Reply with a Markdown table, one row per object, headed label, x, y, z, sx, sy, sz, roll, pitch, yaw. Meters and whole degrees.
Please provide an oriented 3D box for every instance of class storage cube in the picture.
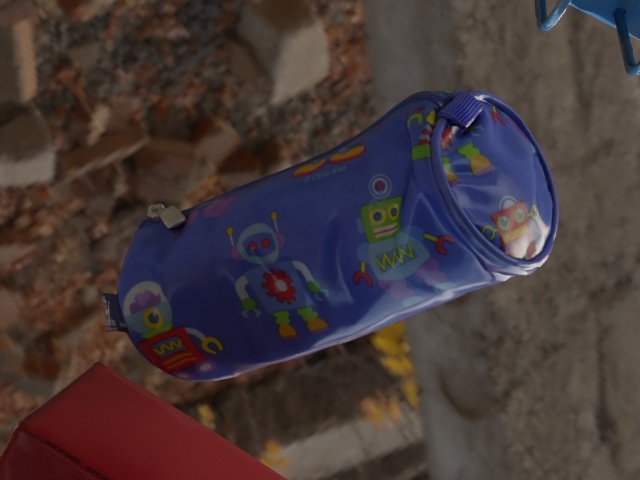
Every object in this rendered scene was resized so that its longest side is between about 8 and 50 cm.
| label | x | y | z | sx | sy | sz | roll | pitch | yaw |
| --- | --- | --- | --- | --- | --- | --- | --- | --- | --- |
| storage cube | -0.140 | 0.223 | 1.041 | 0.183 | 0.193 | 0.215 | -58 | 179 | 11 |

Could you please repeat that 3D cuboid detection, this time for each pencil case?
| label | x | y | z | sx | sy | sz | roll | pitch | yaw |
| --- | --- | --- | --- | --- | --- | --- | --- | --- | --- |
| pencil case | 0.000 | 0.000 | 0.997 | 0.306 | 0.133 | 0.119 | -21 | -162 | 35 |

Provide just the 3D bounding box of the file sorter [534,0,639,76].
| label | x | y | z | sx | sy | sz | roll | pitch | yaw |
| --- | --- | --- | --- | --- | --- | --- | --- | --- | --- |
| file sorter | 0.180 | -0.105 | 0.599 | 0.118 | 0.170 | 0.104 | -62 | -174 | 25 |
